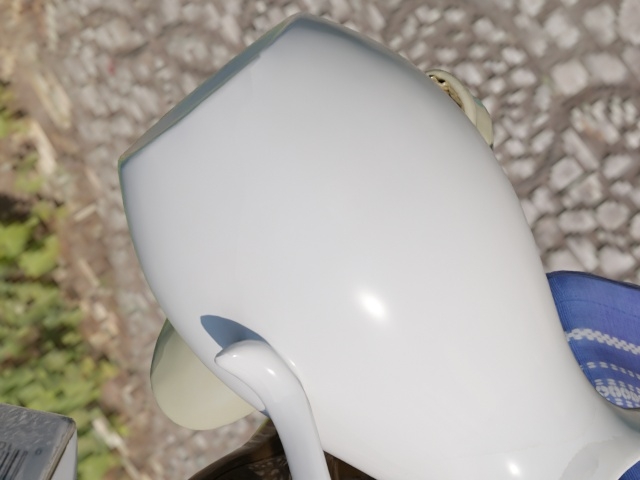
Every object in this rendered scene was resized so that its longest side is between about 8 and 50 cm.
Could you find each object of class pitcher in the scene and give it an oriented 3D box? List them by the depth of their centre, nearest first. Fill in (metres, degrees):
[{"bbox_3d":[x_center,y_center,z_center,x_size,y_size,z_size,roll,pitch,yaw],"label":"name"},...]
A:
[{"bbox_3d":[0.015,0.038,0.610,0.125,0.178,0.207,-32,101,40],"label":"pitcher"}]

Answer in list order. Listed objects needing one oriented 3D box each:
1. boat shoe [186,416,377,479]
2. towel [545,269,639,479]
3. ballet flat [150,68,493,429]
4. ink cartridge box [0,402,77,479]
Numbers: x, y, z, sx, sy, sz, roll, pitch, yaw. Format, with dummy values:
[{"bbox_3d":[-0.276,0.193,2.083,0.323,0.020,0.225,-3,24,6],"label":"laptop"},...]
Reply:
[{"bbox_3d":[-0.005,0.171,1.093,0.123,0.342,0.123,39,128,15],"label":"boat shoe"},{"bbox_3d":[0.249,0.155,0.864,0.040,0.243,0.336,-52,40,30],"label":"towel"},{"bbox_3d":[0.000,0.000,0.974,0.086,0.248,0.086,41,168,11],"label":"ballet flat"},{"bbox_3d":[-0.178,0.196,0.590,0.176,0.069,0.371,12,126,6],"label":"ink cartridge box"}]
